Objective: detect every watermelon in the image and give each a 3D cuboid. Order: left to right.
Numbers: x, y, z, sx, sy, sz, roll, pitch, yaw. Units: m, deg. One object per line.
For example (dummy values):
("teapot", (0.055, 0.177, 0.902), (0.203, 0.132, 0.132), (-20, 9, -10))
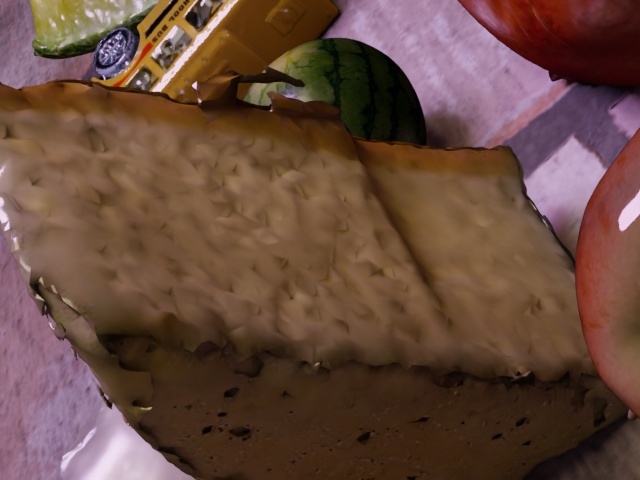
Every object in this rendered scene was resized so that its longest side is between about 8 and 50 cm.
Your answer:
("watermelon", (0.007, -0.060, 1.035), (0.140, 0.140, 0.187), (-30, 41, 31))

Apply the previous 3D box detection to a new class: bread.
("bread", (0.000, 0.000, 0.783), (0.279, 0.315, 0.248), (-27, 55, 2))

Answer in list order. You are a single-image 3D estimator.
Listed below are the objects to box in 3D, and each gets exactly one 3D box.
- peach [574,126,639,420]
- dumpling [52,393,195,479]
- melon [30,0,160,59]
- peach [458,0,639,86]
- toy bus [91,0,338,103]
("peach", (0.240, 0.006, 0.664), (0.232, 0.232, 0.232), (-32, 38, 29))
("dumpling", (-0.098, 0.187, 0.929), (0.147, 0.193, 0.258), (-1, 62, 6))
("melon", (-0.148, -0.371, 1.472), (0.343, 0.226, 0.331), (-11, 38, 29))
("peach", (0.188, -0.236, 0.947), (0.281, 0.281, 0.338), (-53, 5, 0))
("toy bus", (-0.094, -0.183, 1.301), (0.335, 0.121, 0.123), (-49, 42, 6))
